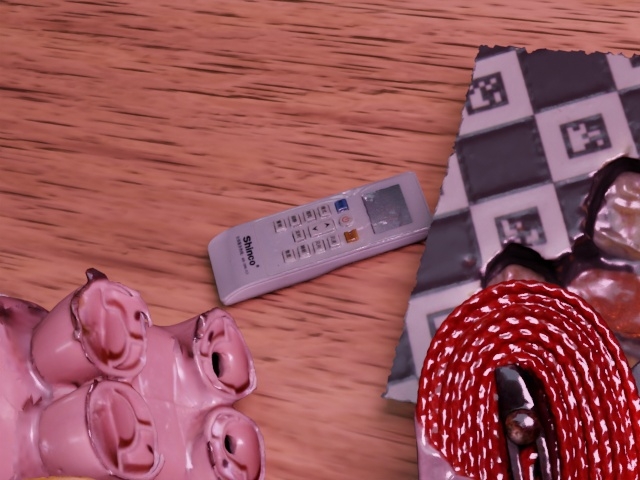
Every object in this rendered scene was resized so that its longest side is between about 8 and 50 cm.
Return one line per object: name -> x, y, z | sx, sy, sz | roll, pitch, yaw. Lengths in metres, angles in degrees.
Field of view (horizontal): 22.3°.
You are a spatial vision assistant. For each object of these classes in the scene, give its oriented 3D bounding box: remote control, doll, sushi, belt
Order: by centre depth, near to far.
belt -> 0.122, 0.126, 0.919 | 0.128, 0.124, 0.200 | -6, 82, 8
sushi -> 0.215, 0.009, 1.052 | 0.294, 0.059, 0.292 | 8, 64, 22
doll -> -0.205, 0.134, 1.055 | 0.268, 0.216, 0.284 | -23, 62, 33
remote control -> 0.000, 0.000, 1.170 | 0.162, 0.029, 0.061 | -17, 49, 1

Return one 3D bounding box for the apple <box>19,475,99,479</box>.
apple -> -0.093, 0.276, 0.785 | 0.252, 0.309, 0.314 | -35, 46, -8
